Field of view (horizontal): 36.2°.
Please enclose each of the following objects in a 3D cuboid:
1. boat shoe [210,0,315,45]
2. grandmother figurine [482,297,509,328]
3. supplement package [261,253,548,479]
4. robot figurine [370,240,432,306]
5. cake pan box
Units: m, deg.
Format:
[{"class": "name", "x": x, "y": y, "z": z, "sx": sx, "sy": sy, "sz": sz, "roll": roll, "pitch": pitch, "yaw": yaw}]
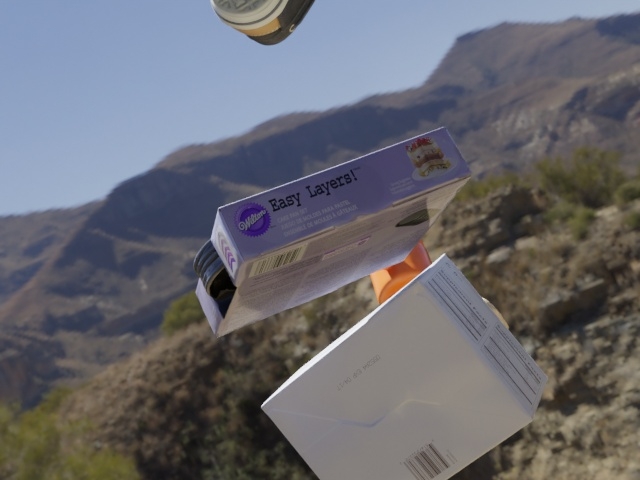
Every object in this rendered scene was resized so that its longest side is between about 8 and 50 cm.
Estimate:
[{"class": "boat shoe", "x": -0.034, "y": -0.550, "z": 1.633, "sx": 0.186, "sy": 0.500, "sz": 0.156, "roll": 16, "pitch": -12, "yaw": 21}, {"class": "grandmother figurine", "x": 0.171, "y": 0.240, "z": 1.726, "sx": 0.342, "sy": 0.104, "sz": 0.208, "roll": -43, "pitch": -4, "yaw": -8}, {"class": "supplement package", "x": 0.104, "y": 0.184, "z": 1.188, "sx": 0.262, "sy": 0.204, "sz": 0.145, "roll": -41, "pitch": -3, "yaw": 24}, {"class": "robot figurine", "x": 0.163, "y": 0.066, "z": 1.950, "sx": 0.158, "sy": 0.219, "sz": 0.128, "roll": 7, "pitch": -51, "yaw": -19}, {"class": "cake pan box", "x": 0.000, "y": 0.000, "z": 1.031, "sx": 0.266, "sy": 0.070, "sz": 0.246, "roll": -22, "pitch": -17, "yaw": -19}]
